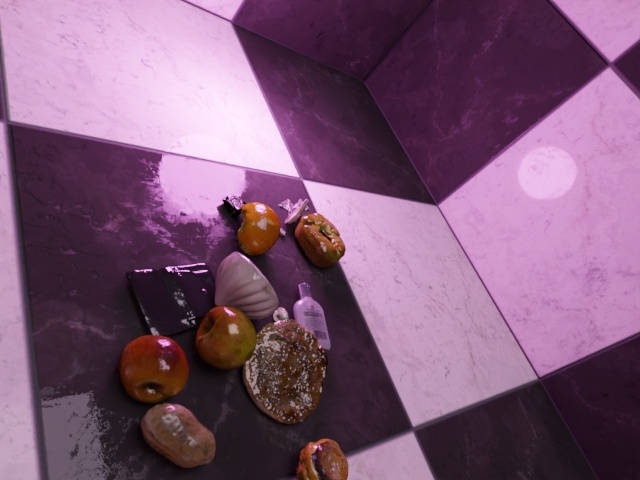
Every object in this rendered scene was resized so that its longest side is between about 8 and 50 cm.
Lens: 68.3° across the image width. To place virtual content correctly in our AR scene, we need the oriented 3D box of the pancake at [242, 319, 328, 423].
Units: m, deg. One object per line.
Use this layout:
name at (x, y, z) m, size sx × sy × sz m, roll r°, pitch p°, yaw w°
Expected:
pancake at (-0.116, 0.445, 1.643) m, size 0.356 × 0.065 × 0.356 m, roll 18°, pitch 60°, yaw -33°

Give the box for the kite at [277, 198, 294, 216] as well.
kite at (-0.150, -0.147, 2.275) m, size 0.139 × 0.011 × 0.156 m, roll 23°, pitch 42°, yaw -27°

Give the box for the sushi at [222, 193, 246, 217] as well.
sushi at (-0.366, -0.154, 2.016) m, size 0.083 × 0.056 × 0.085 m, roll 44°, pitch 35°, yaw 8°

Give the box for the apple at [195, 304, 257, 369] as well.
apple at (-0.298, 0.314, 1.512) m, size 0.196 × 0.196 × 0.196 m, roll 28°, pitch 39°, yaw -25°

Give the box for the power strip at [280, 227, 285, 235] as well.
power strip at (-0.189, -0.049, 2.127) m, size 0.083 × 0.017 × 0.027 m, roll 42°, pitch 36°, yaw -6°

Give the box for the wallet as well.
wallet at (-0.465, 0.191, 1.584) m, size 0.323 × 0.041 × 0.247 m, roll -6°, pitch 59°, yaw -50°

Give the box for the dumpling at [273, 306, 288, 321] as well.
dumpling at (-0.153, 0.294, 1.812) m, size 0.059 × 0.043 × 0.077 m, roll -5°, pitch 74°, yaw -30°

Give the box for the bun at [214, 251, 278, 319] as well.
bun at (-0.285, 0.187, 1.645) m, size 0.175 × 0.263 × 0.263 m, roll -38°, pitch 85°, yaw -24°

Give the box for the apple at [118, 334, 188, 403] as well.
apple at (-0.467, 0.357, 1.339) m, size 0.195 × 0.160 × 0.173 m, roll 35°, pitch 14°, yaw -27°

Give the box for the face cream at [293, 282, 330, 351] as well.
face cream at (-0.045, 0.306, 1.883) m, size 0.144 × 0.071 × 0.291 m, roll 13°, pitch 48°, yaw -34°

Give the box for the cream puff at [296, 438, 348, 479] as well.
cream puff at (-0.001, 0.721, 1.475) m, size 0.189 × 0.129 × 0.189 m, roll 38°, pitch 31°, yaw -27°

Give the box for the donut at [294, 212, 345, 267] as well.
donut at (0.000, 0.000, 2.183) m, size 0.208 × 0.128 × 0.261 m, roll -4°, pitch 59°, yaw -49°

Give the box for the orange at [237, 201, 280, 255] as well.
orange at (-0.251, -0.059, 1.939) m, size 0.179 × 0.158 × 0.237 m, roll 52°, pitch 24°, yaw -34°

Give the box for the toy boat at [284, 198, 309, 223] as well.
toy boat at (-0.117, -0.128, 2.224) m, size 0.066 × 0.084 × 0.210 m, roll 54°, pitch 38°, yaw -13°

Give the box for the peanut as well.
peanut at (-0.380, 0.526, 1.273) m, size 0.224 × 0.129 × 0.129 m, roll 48°, pitch 34°, yaw -13°
